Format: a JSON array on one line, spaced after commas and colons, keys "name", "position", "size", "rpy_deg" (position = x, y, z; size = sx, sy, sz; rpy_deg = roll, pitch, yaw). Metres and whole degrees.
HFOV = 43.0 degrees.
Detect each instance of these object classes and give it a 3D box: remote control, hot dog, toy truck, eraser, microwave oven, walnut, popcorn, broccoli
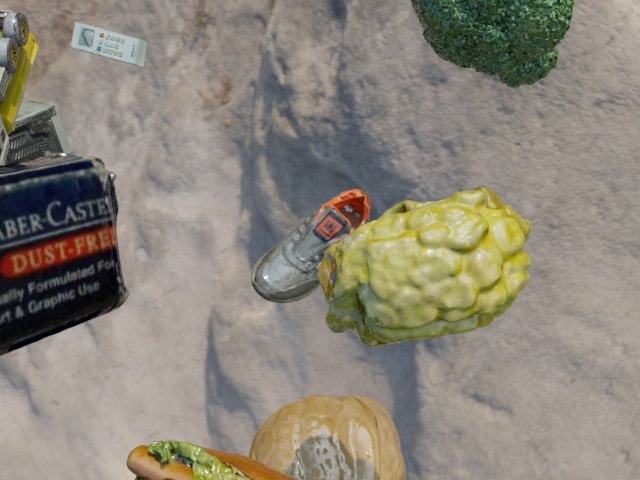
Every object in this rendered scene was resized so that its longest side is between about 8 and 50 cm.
[{"name": "remote control", "position": [-0.468, -0.432, 1.802], "size": [0.029, 0.162, 0.061], "rpy_deg": [-9, 71, 65]}, {"name": "hot dog", "position": [-0.114, 0.313, 0.948], "size": [0.338, 0.100, 0.135], "rpy_deg": [11, 61, 34]}, {"name": "toy truck", "position": [-0.388, -0.170, 0.928], "size": [0.098, 0.114, 0.226], "rpy_deg": [4, 58, -2]}, {"name": "eraser", "position": [-0.304, 0.023, 0.663], "size": [0.102, 0.332, 0.154], "rpy_deg": [2, 104, 33]}, {"name": "microwave oven", "position": [-0.517, -0.121, 1.425], "size": [0.123, 0.162, 0.208], "rpy_deg": [16, 128, 42]}, {"name": "walnut", "position": [0.012, 0.424, 1.499], "size": [0.285, 0.297, 0.285], "rpy_deg": [-31, 52, 53]}, {"name": "popcorn", "position": [0.104, 0.039, 0.971], "size": [0.286, 0.225, 0.173], "rpy_deg": [-17, 85, 44]}, {"name": "broccoli", "position": [0.308, -0.459, 1.470], "size": [0.321, 0.310, 0.413], "rpy_deg": [1, 134, 26]}]

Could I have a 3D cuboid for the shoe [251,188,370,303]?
[{"name": "shoe", "position": [0.000, 0.000, 1.730], "size": [0.132, 0.336, 0.171], "rpy_deg": [45, 149, 6]}]
